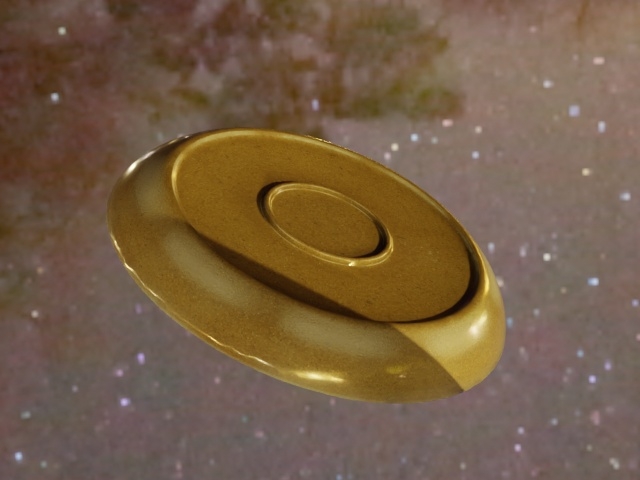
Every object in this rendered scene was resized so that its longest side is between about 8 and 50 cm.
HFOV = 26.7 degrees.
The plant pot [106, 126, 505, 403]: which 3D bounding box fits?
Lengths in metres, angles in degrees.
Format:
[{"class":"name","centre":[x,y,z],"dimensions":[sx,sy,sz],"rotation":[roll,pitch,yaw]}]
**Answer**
[{"class":"plant pot","centre":[0.000,0.000,0.751],"dimensions":[0.236,0.032,0.236],"rotation":[18,-151,-10]}]
